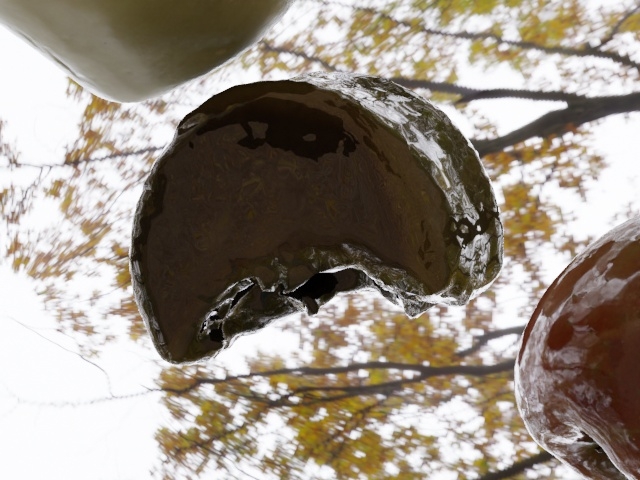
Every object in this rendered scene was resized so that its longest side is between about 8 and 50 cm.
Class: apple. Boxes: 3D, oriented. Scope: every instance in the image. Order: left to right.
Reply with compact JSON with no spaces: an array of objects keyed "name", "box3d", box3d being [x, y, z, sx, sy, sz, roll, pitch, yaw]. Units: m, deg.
[{"name":"apple","box3d":[0.208,0.072,0.687,0.181,0.181,0.168,40,-109,-9]}]

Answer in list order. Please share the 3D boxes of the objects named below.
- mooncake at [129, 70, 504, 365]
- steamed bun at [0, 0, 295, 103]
[{"name":"mooncake","box3d":[0.000,0.000,1.387,0.394,0.246,0.393,29,-67,17]},{"name":"steamed bun","box3d":[-0.180,-0.388,1.334,0.290,0.371,0.456,38,-92,29]}]
